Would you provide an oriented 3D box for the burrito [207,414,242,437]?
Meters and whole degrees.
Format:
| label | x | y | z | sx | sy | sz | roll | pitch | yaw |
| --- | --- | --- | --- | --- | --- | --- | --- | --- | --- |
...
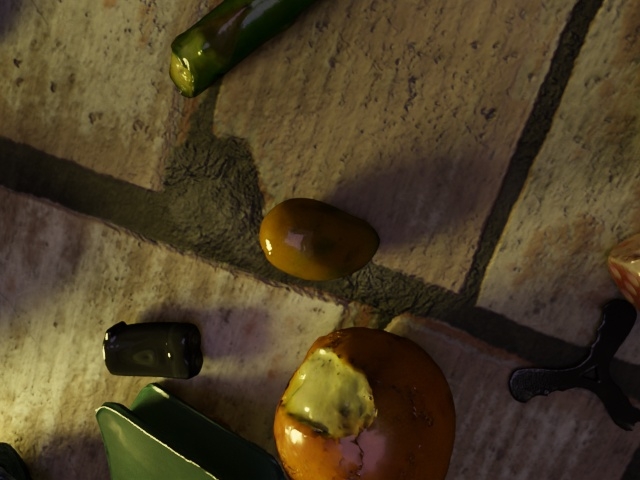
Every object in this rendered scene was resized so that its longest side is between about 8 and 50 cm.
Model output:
| label | x | y | z | sx | sy | sz | roll | pitch | yaw |
| --- | --- | --- | --- | --- | --- | --- | --- | --- | --- |
| burrito | -0.146 | 0.399 | 0.689 | 0.086 | 0.060 | 0.226 | 8 | 105 | 51 |

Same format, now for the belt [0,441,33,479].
| label | x | y | z | sx | sy | sz | roll | pitch | yaw |
| --- | --- | --- | --- | --- | --- | --- | --- | --- | --- |
| belt | -0.542 | 0.437 | 0.714 | 0.128 | 0.122 | 0.218 | -13 | 105 | 7 |

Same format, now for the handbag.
| label | x | y | z | sx | sy | sz | roll | pitch | yaw |
| --- | --- | --- | --- | --- | --- | --- | --- | --- | --- |
| handbag | -0.187 | 0.361 | 0.614 | 0.326 | 0.089 | 0.239 | 10 | 107 | 35 |

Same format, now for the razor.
| label | x | y | z | sx | sy | sz | roll | pitch | yaw |
| --- | --- | --- | --- | --- | --- | --- | --- | --- | --- |
| razor | -0.260 | 0.170 | 0.668 | 0.147 | 0.054 | 0.090 | -1 | 100 | 7 |

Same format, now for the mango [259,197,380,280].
| label | x | y | z | sx | sy | sz | roll | pitch | yaw |
| --- | --- | --- | --- | --- | --- | --- | --- | --- | --- |
| mango | -0.004 | 0.004 | 0.595 | 0.163 | 0.089 | 0.111 | 24 | 101 | -7 |

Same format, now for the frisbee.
| label | x | y | z | sx | sy | sz | roll | pitch | yaw |
| --- | --- | --- | --- | --- | --- | --- | --- | --- | --- |
| frisbee | 0.399 | 0.208 | 0.625 | 0.211 | 0.012 | 0.187 | -39 | 95 | 11 |

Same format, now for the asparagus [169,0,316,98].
| label | x | y | z | sx | sy | sz | roll | pitch | yaw |
| --- | --- | --- | --- | --- | --- | --- | --- | --- | --- |
| asparagus | -0.069 | -0.303 | 0.554 | 0.342 | 0.085 | 0.082 | -31 | 71 | 13 |

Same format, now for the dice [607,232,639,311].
| label | x | y | z | sx | sy | sz | roll | pitch | yaw |
| --- | --- | --- | --- | --- | --- | --- | --- | --- | --- |
| dice | 0.440 | 0.039 | 0.549 | 0.093 | 0.091 | 0.094 | -32 | 96 | 11 |

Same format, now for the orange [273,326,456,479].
| label | x | y | z | sx | sy | sz | roll | pitch | yaw |
| --- | --- | --- | --- | --- | --- | --- | --- | --- | --- |
| orange | 0.055 | 0.229 | 0.554 | 0.239 | 0.240 | 0.240 | 1 | 100 | 6 |
